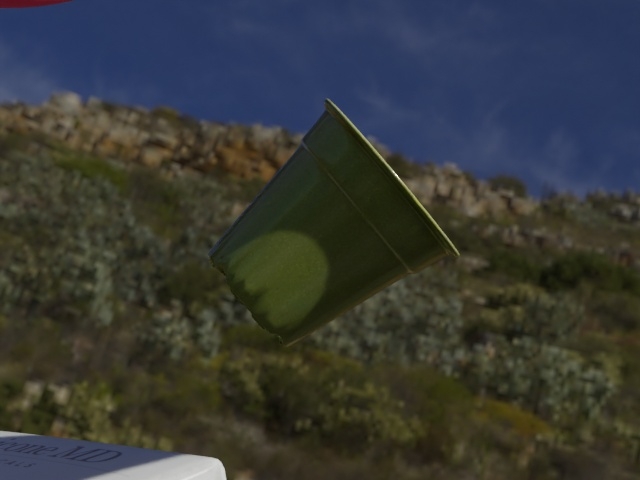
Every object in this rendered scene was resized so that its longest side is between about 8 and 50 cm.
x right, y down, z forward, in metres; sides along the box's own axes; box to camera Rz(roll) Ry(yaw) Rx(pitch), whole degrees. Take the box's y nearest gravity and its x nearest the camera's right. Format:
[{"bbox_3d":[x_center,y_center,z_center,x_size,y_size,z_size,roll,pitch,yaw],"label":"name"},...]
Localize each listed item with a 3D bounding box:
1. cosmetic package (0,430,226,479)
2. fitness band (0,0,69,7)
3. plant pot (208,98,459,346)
[{"bbox_3d":[-0.288,0.338,0.985,0.393,0.327,0.329,-14,7,-43],"label":"cosmetic package"},{"bbox_3d":[-0.286,-0.257,1.129,0.290,0.209,0.054,3,-48,-13],"label":"fitness band"},{"bbox_3d":[0.000,0.000,0.601,0.083,0.079,0.083,49,1,-1],"label":"plant pot"}]
